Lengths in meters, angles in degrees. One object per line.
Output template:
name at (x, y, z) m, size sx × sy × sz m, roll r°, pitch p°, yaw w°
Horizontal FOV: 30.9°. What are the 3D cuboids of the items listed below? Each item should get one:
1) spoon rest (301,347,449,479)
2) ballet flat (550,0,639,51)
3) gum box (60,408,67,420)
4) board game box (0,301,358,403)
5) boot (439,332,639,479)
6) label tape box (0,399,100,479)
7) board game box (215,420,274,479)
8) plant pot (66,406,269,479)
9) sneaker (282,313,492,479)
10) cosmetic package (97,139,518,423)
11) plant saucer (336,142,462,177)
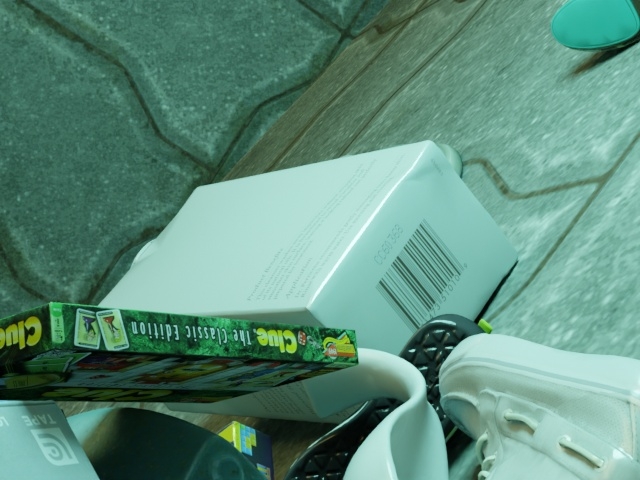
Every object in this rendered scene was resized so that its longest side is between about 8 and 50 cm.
spoon rest at (0.047, 0.145, 0.725) m, size 0.084 × 0.137 × 0.276 m, roll -24°, pitch 26°, yaw 0°
ballet flat at (0.350, -0.262, 1.238) m, size 0.079 × 0.077 × 0.221 m, roll -32°, pitch 7°, yaw -38°
gum box at (-0.253, 0.154, 0.655) m, size 0.184 × 0.041 × 0.157 m, roll -34°, pitch -22°, yaw 12°
board game box at (-0.105, 0.073, 0.696) m, size 0.136 × 0.030 × 0.260 m, roll -16°, pitch -16°, yaw 35°
boot at (0.115, 0.131, 0.691) m, size 0.123 × 0.095 × 0.258 m, roll -48°, pitch 11°, yaw -17°
label tape box at (-0.157, 0.284, 0.524) m, size 0.249 × 0.347 × 0.115 m, roll -41°, pitch -23°, yaw 17°
board game box at (-0.108, 0.258, 0.994) m, size 0.170 × 0.048 × 0.141 m, roll -38°, pitch 39°, yaw 30°
plant pot at (-0.120, 0.252, 0.736) m, size 0.252 × 0.247 × 0.248 m, roll -33°, pitch 18°, yaw 38°
sneaker at (0.058, 0.157, 0.893) m, size 0.234 × 0.084 × 0.097 m, roll -47°, pitch -16°, yaw 0°
cosmetic package at (-0.033, 0.048, 1.120) m, size 0.385 × 0.156 × 0.217 m, roll -7°, pitch 39°, yaw 53°
plant saucer at (0.000, 0.000, 1.449) m, size 0.400 × 0.100 × 0.400 m, roll -43°, pitch 14°, yaw 13°
